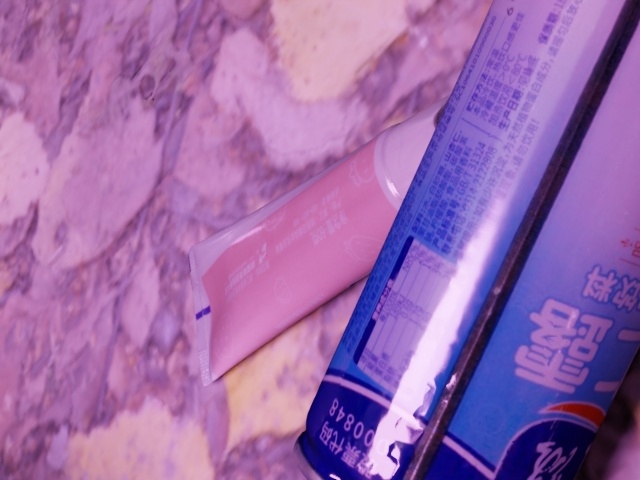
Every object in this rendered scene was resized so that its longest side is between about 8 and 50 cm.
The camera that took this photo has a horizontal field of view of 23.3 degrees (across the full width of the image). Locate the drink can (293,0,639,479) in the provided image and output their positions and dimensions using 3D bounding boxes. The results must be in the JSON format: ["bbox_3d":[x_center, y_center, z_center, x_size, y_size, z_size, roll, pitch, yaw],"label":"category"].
[{"bbox_3d":[0.078,-0.014,0.516,0.097,0.097,0.235,34,105,47],"label":"drink can"}]

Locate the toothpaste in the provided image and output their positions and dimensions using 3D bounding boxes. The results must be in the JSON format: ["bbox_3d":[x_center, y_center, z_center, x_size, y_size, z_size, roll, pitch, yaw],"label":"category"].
[{"bbox_3d":[0.000,0.000,0.645,0.194,0.043,0.067,-32,60,46],"label":"toothpaste"}]
